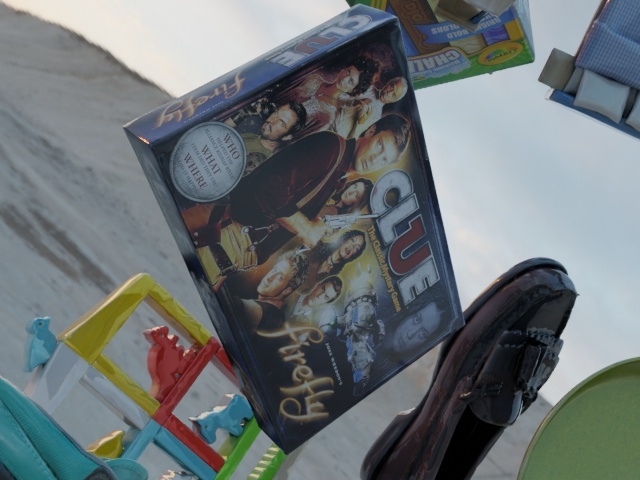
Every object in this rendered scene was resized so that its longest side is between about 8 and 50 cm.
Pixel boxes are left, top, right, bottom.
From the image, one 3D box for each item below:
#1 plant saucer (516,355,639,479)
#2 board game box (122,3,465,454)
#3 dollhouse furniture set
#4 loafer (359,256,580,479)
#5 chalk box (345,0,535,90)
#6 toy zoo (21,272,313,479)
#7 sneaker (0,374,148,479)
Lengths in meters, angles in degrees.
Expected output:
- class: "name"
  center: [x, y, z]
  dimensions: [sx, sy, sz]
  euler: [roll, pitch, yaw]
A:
- class: "plant saucer"
  center: [0.250, 0.209, 0.670]
  dimensions: [0.241, 0.241, 0.037]
  euler: [46, -11, -14]
- class: "board game box"
  center: [0.000, 0.000, 0.527]
  dimensions: [0.042, 0.165, 0.243]
  euler: [33, -31, 49]
- class: "dollhouse furniture set"
  center: [0.290, -0.246, 0.721]
  dimensions: [0.303, 0.286, 0.198]
  euler: [26, 11, -2]
- class: "loafer"
  center: [0.145, 0.155, 0.753]
  dimensions: [0.109, 0.302, 0.095]
  euler: [14, 30, -32]
- class: "chalk box"
  center: [0.160, -0.317, 1.052]
  dimensions: [0.179, 0.180, 0.289]
  euler: [-9, -26, 22]
- class: "toy zoo"
  center: [-0.152, 0.167, 0.760]
  dimensions: [0.293, 0.192, 0.030]
  euler: [48, -30, -22]
- class: "sneaker"
  center: [-0.169, 0.195, 0.464]
  dimensions: [0.124, 0.178, 0.295]
  euler: [-19, -84, 61]
